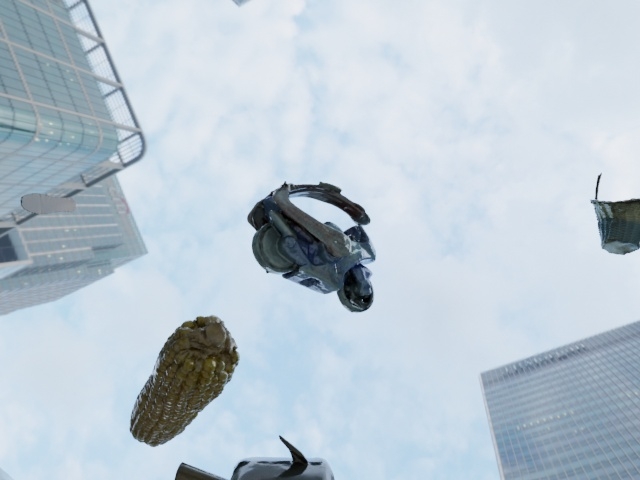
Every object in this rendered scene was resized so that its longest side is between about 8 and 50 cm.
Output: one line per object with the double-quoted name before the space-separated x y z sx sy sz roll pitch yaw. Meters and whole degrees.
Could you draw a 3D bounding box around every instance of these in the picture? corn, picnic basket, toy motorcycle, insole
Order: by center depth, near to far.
"picnic basket" 0.305 -0.029 0.482 0.065 0.083 0.083 3 -110 46
"corn" -0.197 0.205 0.668 0.097 0.097 0.320 45 -49 7
"toy motorcycle" 0.013 -0.003 1.039 0.319 0.182 0.241 29 -95 -26
"insole" -0.582 -0.079 1.049 0.002 0.135 0.045 -2 -87 21

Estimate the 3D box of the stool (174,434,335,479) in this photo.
"stool" -0.053 0.273 0.368 0.139 0.153 0.228 1 -119 -1

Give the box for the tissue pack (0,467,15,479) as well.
"tissue pack" -0.520 0.505 0.708 0.356 0.194 0.266 27 -124 15
